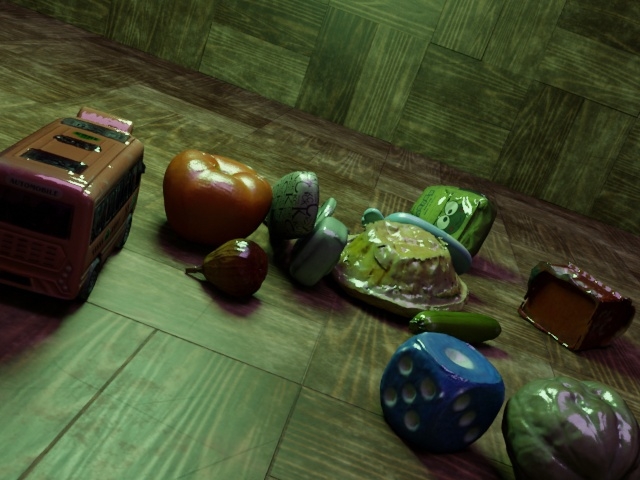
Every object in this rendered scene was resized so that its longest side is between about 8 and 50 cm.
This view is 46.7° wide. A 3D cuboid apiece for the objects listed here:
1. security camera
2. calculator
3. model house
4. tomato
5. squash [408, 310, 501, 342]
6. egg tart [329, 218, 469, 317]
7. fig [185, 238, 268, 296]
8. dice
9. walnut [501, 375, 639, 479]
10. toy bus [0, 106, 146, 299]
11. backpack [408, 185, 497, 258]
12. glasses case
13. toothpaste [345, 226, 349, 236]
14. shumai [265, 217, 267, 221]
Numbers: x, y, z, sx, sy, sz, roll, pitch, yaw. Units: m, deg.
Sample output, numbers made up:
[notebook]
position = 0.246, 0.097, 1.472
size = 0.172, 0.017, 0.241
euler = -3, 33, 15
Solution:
[security camera]
position = 0.000, 0.000, 1.655
size = 0.080, 0.157, 0.301
euler = 35, 15, -9
[calculator]
position = 0.237, 0.008, 1.857
size = 0.303, 0.042, 0.188
euler = 25, -28, -9
[model house]
position = 0.654, 0.161, 1.859
size = 0.254, 0.160, 0.196
euler = 6, 23, -42
[tomato]
position = -0.228, -0.086, 1.605
size = 0.260, 0.179, 0.260
euler = 18, 21, -7
[squash]
position = 0.276, 0.181, 1.549
size = 0.258, 0.069, 0.069
euler = 8, 22, -34
[egg tart]
position = 0.181, 0.051, 1.683
size = 0.352, 0.149, 0.352
euler = 12, 21, -5
[fig]
position = -0.172, 0.065, 1.408
size = 0.119, 0.153, 0.119
euler = 60, 4, -7
[dice]
position = 0.191, 0.238, 1.174
size = 0.147, 0.146, 0.143
euler = 8, 24, -35
[walnut]
position = 0.372, 0.302, 1.101
size = 0.224, 0.224, 0.224
euler = 18, 18, -6
[toy bus]
position = -0.439, -0.075, 1.273
size = 0.203, 0.232, 0.427
euler = 17, 19, -7
[backpack]
position = 0.374, -0.056, 2.124
size = 0.140, 0.207, 0.253
euler = 34, -4, -42
[glasses case]
position = -0.065, -0.072, 1.651
size = 0.085, 0.137, 0.355
euler = 7, -4, -12
[toothpaste]
position = -0.008, -0.049, 1.946
size = 0.078, 0.046, 0.248
euler = -23, 42, -40
[shumai]
position = -0.078, -0.071, 1.871
size = 0.139, 0.105, 0.123
euler = -11, 30, -3
